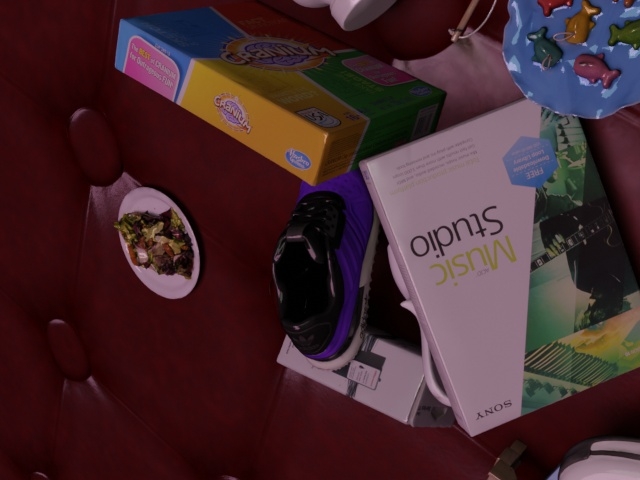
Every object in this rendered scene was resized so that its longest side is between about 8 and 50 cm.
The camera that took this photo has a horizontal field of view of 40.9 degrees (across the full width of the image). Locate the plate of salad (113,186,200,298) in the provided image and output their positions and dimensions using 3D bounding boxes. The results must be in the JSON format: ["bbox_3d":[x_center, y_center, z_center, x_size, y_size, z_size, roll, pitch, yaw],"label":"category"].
[{"bbox_3d":[-0.280,0.008,1.440,0.200,0.048,0.199,17,118,34],"label":"plate of salad"}]

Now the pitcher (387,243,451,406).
[{"bbox_3d":[0.156,0.075,1.013,0.207,0.178,0.125,52,156,8],"label":"pitcher"}]

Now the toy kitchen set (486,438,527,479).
[{"bbox_3d":[0.253,0.318,1.100,0.075,0.083,0.068,32,126,24],"label":"toy kitchen set"}]

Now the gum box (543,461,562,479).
[{"bbox_3d":[0.330,0.376,1.090,0.157,0.041,0.184,42,129,19],"label":"gum box"}]

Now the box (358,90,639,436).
[{"bbox_3d":[0.206,0.022,0.929,0.058,0.232,0.322,-135,23,-82],"label":"box"}]

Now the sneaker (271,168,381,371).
[{"bbox_3d":[0.001,0.000,1.055,0.102,0.146,0.293,-9,64,23],"label":"sneaker"}]

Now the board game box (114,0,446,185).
[{"bbox_3d":[-0.047,-0.190,1.022,0.316,0.242,0.064,32,125,25],"label":"board game box"}]

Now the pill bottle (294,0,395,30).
[{"bbox_3d":[-0.013,-0.371,0.978,0.264,0.146,0.146,55,133,6],"label":"pill bottle"}]

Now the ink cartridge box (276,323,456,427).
[{"bbox_3d":[0.074,0.164,1.127,0.208,0.153,0.086,21,90,32],"label":"ink cartridge box"}]

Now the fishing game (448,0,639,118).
[{"bbox_3d":[0.268,-0.215,0.847,0.264,0.041,0.189,39,107,22],"label":"fishing game"}]

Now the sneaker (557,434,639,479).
[{"bbox_3d":[0.411,0.390,0.841,0.447,0.257,0.169,30,138,20],"label":"sneaker"}]
